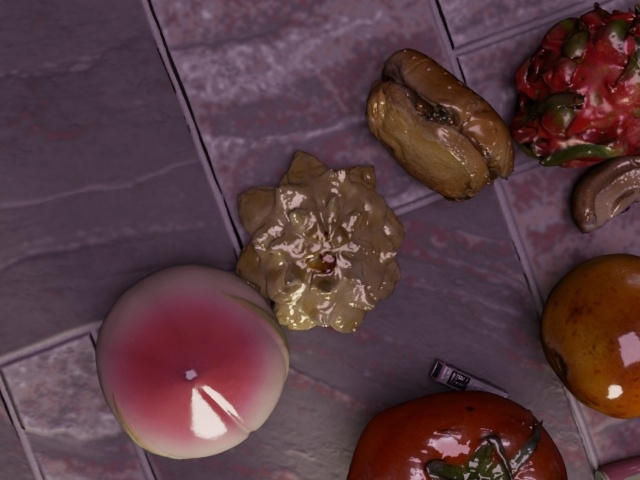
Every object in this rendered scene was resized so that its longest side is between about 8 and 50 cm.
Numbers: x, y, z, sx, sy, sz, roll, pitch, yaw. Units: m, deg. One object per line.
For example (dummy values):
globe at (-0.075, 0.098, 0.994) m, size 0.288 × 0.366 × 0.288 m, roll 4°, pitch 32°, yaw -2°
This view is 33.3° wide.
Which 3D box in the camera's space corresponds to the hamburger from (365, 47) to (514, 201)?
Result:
hamburger at (0.191, -0.167, 1.642) m, size 0.146 × 0.243 × 0.286 m, roll -46°, pitch 113°, yaw -5°

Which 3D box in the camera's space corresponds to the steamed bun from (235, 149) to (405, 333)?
steamed bun at (0.000, 0.000, 1.678) m, size 0.292 × 0.137 × 0.295 m, roll 39°, pitch 89°, yaw -5°

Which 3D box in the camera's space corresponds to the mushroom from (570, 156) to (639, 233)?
mushroom at (0.493, -0.093, 1.769) m, size 0.210 × 0.072 × 0.094 m, roll -35°, pitch 99°, yaw -8°

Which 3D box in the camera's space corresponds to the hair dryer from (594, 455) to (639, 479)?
hair dryer at (0.529, 0.445, 1.820) m, size 0.106 × 0.054 × 0.154 m, roll -13°, pitch 104°, yaw -11°

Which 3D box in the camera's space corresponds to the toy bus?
toy bus at (0.246, 0.239, 1.762) m, size 0.131 × 0.052 × 0.037 m, roll 25°, pitch 92°, yaw -8°

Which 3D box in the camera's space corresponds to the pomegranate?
pomegranate at (0.481, 0.146, 1.700) m, size 0.264 × 0.264 × 0.264 m, roll 0°, pitch 93°, yaw -8°

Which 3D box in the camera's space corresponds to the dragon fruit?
dragon fruit at (0.432, -0.237, 1.678) m, size 0.303 × 0.231 × 0.237 m, roll -35°, pitch 108°, yaw 6°

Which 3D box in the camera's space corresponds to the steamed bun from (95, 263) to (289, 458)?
steamed bun at (-0.190, 0.183, 1.584) m, size 0.309 × 0.309 × 0.309 m, roll 0°, pitch 93°, yaw -8°

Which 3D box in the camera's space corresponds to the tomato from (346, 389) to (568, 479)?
tomato at (0.207, 0.389, 1.662) m, size 0.341 × 0.273 × 0.341 m, roll 2°, pitch 78°, yaw -9°
